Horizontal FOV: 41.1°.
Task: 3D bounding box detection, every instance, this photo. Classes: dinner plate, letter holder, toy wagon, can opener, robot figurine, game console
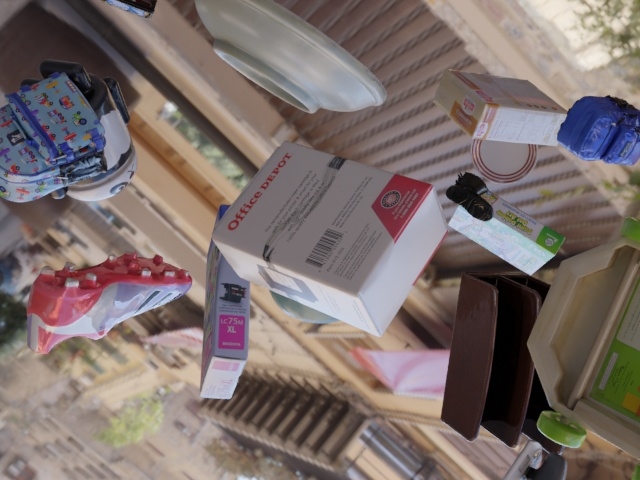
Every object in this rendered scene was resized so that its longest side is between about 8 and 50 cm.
[{"bbox_3d":[0.387,-0.188,1.794,0.141,0.141,0.017,-39,180,25],"label":"dinner plate"},{"bbox_3d":[0.357,0.230,1.580,0.214,0.151,0.302,-150,-115,-65],"label":"letter holder"},{"bbox_3d":[0.394,0.144,0.911,0.068,0.344,0.267,0,114,-54],"label":"toy wagon"},{"bbox_3d":[0.309,0.460,1.423,0.095,0.076,0.283,21,-118,42],"label":"can opener"},{"bbox_3d":[-0.450,-0.201,1.600,0.209,0.278,0.174,-26,-135,-10],"label":"robot figurine"},{"bbox_3d":[-0.444,-0.538,1.959,0.107,0.122,0.071,-96,-152,-53],"label":"game console"}]

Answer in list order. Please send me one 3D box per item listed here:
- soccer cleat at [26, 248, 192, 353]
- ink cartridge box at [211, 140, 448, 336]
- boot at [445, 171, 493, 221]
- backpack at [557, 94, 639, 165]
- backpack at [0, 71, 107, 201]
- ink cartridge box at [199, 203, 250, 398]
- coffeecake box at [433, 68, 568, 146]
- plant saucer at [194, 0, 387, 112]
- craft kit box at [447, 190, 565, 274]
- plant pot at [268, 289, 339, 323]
[{"bbox_3d":[-0.249,0.071,1.018,0.248,0.083,0.095,-7,120,-62],"label":"soccer cleat"},{"bbox_3d":[0.010,-0.009,1.065,0.237,0.100,0.172,20,-116,34],"label":"ink cartridge box"},{"bbox_3d":[0.332,-0.096,1.827,0.099,0.121,0.045,-35,153,-51],"label":"boot"},{"bbox_3d":[0.423,-0.163,1.268,0.101,0.120,0.098,48,-55,46],"label":"backpack"},{"bbox_3d":[-0.423,-0.148,1.267,0.173,0.158,0.117,-28,165,-23],"label":"backpack"},{"bbox_3d":[-0.152,0.079,1.380,0.186,0.065,0.311,116,-21,-58],"label":"ink cartridge box"},{"bbox_3d":[0.314,-0.231,1.483,0.142,0.185,0.068,57,-42,48],"label":"coffeecake box"},{"bbox_3d":[-0.076,-0.320,1.497,0.101,0.400,0.400,-57,-167,2],"label":"plant saucer"},{"bbox_3d":[0.435,-0.024,2.034,0.061,0.246,0.250,-59,172,-11],"label":"craft kit box"},{"bbox_3d":[0.000,0.000,1.803,0.290,0.195,0.290,-9,-130,10],"label":"plant pot"}]
